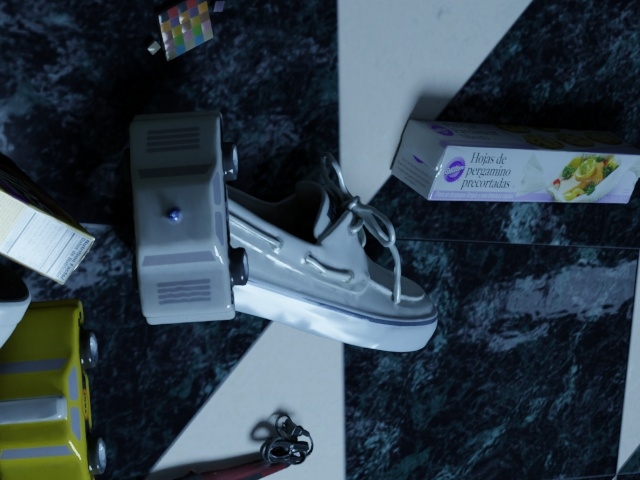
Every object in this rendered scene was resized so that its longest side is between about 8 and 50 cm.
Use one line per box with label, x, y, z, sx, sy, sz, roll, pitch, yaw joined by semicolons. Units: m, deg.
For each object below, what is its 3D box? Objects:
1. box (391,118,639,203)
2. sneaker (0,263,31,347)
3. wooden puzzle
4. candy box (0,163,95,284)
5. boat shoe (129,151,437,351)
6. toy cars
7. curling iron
box;0.216;-0.081;1.953;0.324;0.067;0.063;0;117;-42
sneaker;-0.377;0.073;1.491;0.290;0.106;0.123;9;121;-40
wooden puzzle;-0.118;-0.188;1.615;0.083;0.006;0.049;-30;135;-23
candy box;-0.281;-0.038;1.496;0.053;0.109;0.186;-54;140;3
boat shoe;-0.006;-0.004;1.771;0.367;0.136;0.156;18;102;-38
toy cars;-0.184;0.062;1.600;0.394;0.176;0.087;-54;176;2
curling iron;-0.119;0.240;1.901;0.274;0.035;0.068;-16;124;-35
